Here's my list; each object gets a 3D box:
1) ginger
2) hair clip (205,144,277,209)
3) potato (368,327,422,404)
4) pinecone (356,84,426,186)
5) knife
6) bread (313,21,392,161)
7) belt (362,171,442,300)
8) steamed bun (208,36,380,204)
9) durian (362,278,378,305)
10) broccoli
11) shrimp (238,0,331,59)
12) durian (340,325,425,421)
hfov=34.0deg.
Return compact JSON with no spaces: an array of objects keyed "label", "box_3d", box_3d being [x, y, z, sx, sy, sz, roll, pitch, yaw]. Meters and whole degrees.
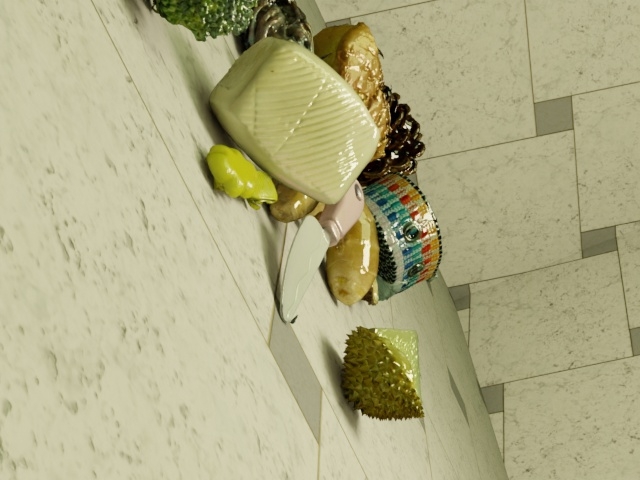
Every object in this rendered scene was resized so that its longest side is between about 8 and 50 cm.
[{"label":"ginger","box_3d":[0.007,-0.108,1.734,0.363,0.122,0.348,41,40,-48]},{"label":"hair clip","box_3d":[-0.101,-0.077,1.339,0.072,0.046,0.173,66,10,17]},{"label":"potato","box_3d":[0.111,0.227,1.840,0.120,0.081,0.149,11,70,-43]},{"label":"pinecone","box_3d":[0.110,-0.239,2.413,0.257,0.243,0.243,34,33,-49]},{"label":"knife","box_3d":[-0.001,-0.003,1.475,0.081,0.043,0.336,66,27,-22]},{"label":"bread","box_3d":[0.033,-0.267,1.956,0.160,0.147,0.260,17,-57,42]},{"label":"belt","box_3d":[0.131,-0.005,2.005,0.207,0.150,0.257,55,-20,24]},{"label":"steamed bun","box_3d":[-0.043,-0.168,1.469,0.239,0.170,0.152,41,-10,-30]},{"label":"durian","box_3d":[0.067,0.057,1.884,0.140,0.071,0.110,92,-15,-50]},{"label":"broccoli","box_3d":[-0.164,-0.358,1.295,0.198,0.226,0.176,-27,132,-49]},{"label":"shrimp","box_3d":[-0.088,-0.352,1.857,0.172,0.137,0.372,14,40,-41]},{"label":"durian","box_3d":[0.070,0.198,1.557,0.146,0.102,0.208,68,-14,-15]}]
